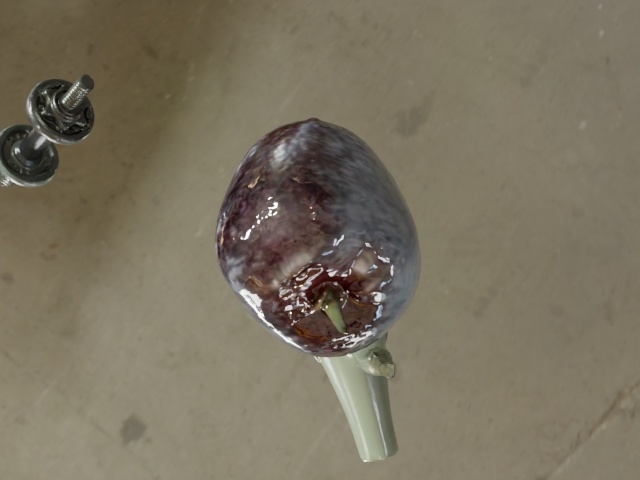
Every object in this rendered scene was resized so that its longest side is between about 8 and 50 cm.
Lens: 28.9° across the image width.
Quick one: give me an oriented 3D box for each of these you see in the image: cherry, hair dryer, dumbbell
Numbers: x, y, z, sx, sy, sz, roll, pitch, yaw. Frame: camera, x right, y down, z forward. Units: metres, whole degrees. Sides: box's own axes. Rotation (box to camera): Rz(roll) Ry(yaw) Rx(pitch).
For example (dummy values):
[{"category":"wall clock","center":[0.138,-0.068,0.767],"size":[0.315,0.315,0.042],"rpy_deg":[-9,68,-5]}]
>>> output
[{"category":"cherry","center":[0.000,0.000,1.411],"size":[0.218,0.296,0.255],"rpy_deg":[-31,129,28]},{"category":"hair dryer","center":[0.062,0.193,1.652],"size":[0.119,0.298,0.296],"rpy_deg":[-17,122,-6]},{"category":"dumbbell","center":[-0.316,-0.120,1.415],"size":[0.081,0.081,0.254],"rpy_deg":[47,140,-8]}]
